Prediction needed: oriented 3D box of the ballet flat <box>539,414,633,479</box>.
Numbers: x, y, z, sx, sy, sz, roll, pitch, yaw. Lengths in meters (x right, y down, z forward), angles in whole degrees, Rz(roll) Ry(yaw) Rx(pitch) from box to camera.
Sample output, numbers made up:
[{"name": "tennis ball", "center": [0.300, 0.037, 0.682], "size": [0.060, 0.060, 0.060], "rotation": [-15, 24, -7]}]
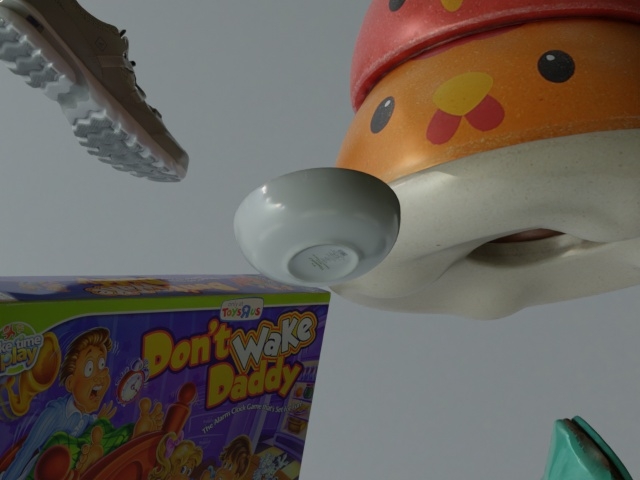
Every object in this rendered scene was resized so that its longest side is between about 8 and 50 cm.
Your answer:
[{"name": "ballet flat", "center": [0.178, 0.195, 0.633], "size": [0.247, 0.087, 0.083], "rotation": [47, -173, -45]}]

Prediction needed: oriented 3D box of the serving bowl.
[{"name": "serving bowl", "center": [0.000, 0.000, 0.488], "size": [0.083, 0.083, 0.027], "rotation": [11, -128, -26]}]

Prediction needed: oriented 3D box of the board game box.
[{"name": "board game box", "center": [-0.150, 0.148, 0.798], "size": [0.078, 0.233, 0.347], "rotation": [15, -171, 40]}]

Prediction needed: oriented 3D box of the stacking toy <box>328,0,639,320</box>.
[{"name": "stacking toy", "center": [0.141, -0.195, 0.810], "size": [0.350, 0.350, 0.480], "rotation": [4, -109, -34]}]

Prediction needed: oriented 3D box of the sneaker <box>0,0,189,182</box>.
[{"name": "sneaker", "center": [-0.220, -0.169, 1.053], "size": [0.281, 0.105, 0.115], "rotation": [51, -124, -39]}]
